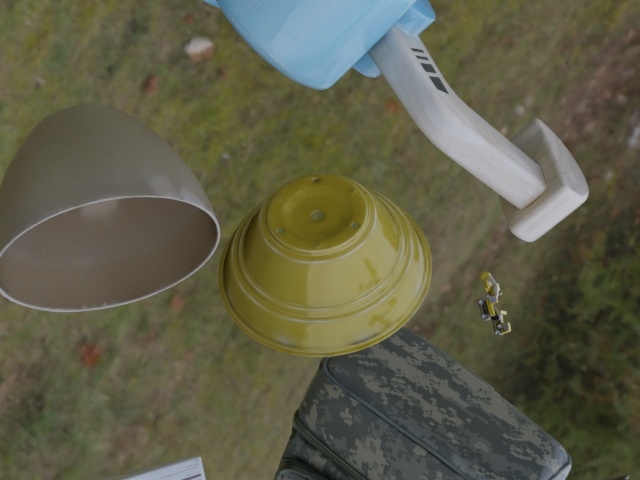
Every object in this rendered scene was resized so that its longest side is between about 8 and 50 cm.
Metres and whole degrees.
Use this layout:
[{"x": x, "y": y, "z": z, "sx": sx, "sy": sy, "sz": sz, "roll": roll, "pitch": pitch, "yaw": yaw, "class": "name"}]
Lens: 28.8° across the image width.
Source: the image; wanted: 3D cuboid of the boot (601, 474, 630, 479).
[{"x": 0.272, "y": 0.268, "z": 1.099, "sx": 0.106, "sy": 0.037, "sz": 0.114, "roll": 29, "pitch": 45, "yaw": -79, "class": "boot"}]

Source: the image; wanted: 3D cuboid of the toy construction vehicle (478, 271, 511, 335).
[{"x": 0.291, "y": 0.105, "z": 2.061, "sx": 0.086, "sy": 0.035, "sz": 0.098, "roll": 22, "pitch": 56, "yaw": -63, "class": "toy construction vehicle"}]

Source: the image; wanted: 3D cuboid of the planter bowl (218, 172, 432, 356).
[{"x": 0.000, "y": 0.000, "z": 1.220, "sx": 0.217, "sy": 0.217, "sz": 0.090, "roll": -55, "pitch": 154, "yaw": -31, "class": "planter bowl"}]

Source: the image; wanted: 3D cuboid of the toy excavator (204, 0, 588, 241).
[{"x": 0.053, "y": -0.216, "z": 1.287, "sx": 0.222, "sy": 0.445, "sz": 0.433, "roll": -40, "pitch": 147, "yaw": 25, "class": "toy excavator"}]

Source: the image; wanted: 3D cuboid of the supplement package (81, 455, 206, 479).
[{"x": -0.292, "y": 0.375, "z": 1.544, "sx": 0.204, "sy": 0.261, "sz": 0.145, "roll": -2, "pitch": 77, "yaw": -63, "class": "supplement package"}]

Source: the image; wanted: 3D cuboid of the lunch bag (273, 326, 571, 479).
[{"x": 0.103, "y": 0.290, "z": 1.439, "sx": 0.212, "sy": 0.305, "sz": 0.256, "roll": -22, "pitch": 142, "yaw": -55, "class": "lunch bag"}]

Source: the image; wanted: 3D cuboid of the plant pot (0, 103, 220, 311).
[{"x": -0.287, "y": -0.059, "z": 1.575, "sx": 0.284, "sy": 0.191, "sz": 0.284, "roll": -15, "pitch": 155, "yaw": -7, "class": "plant pot"}]
